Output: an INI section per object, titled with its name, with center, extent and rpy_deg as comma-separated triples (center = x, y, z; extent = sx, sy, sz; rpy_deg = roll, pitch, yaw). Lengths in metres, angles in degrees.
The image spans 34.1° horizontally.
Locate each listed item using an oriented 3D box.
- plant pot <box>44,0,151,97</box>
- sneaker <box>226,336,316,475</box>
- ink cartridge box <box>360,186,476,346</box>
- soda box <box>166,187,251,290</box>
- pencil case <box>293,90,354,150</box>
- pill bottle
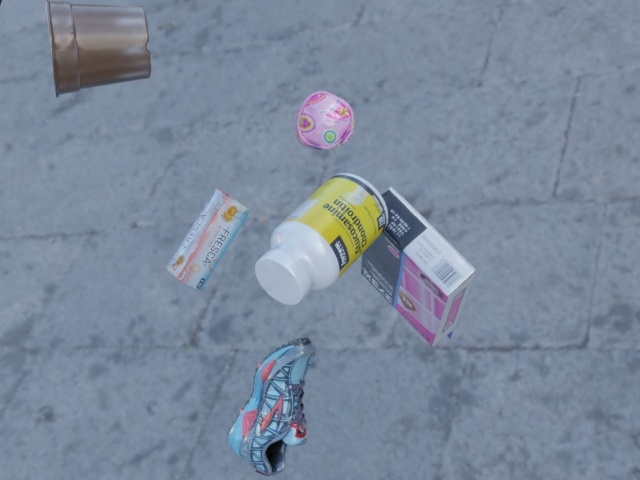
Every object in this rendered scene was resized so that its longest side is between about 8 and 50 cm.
[plant pot]
center = -0.379, -0.333, 1.786
extent = 0.165, 0.167, 0.167
rpy_deg = -6, 35, -14
[sneaker]
center = -0.053, 0.280, 1.732
extent = 0.104, 0.262, 0.125
rpy_deg = -8, 41, -47
[ink cartridge box]
center = 0.143, 0.060, 1.623
extent = 0.069, 0.371, 0.176
rpy_deg = -41, 74, -10
[soda box]
center = -0.209, -0.003, 1.944
extent = 0.183, 0.063, 0.058
rpy_deg = -57, 36, 3
[pencil case]
center = 0.005, -0.239, 2.134
extent = 0.124, 0.124, 0.284
rpy_deg = -26, 6, -1
[pill bottle]
center = 0.000, 0.000, 1.353
extent = 0.103, 0.103, 0.184
rpy_deg = 11, 42, 38
